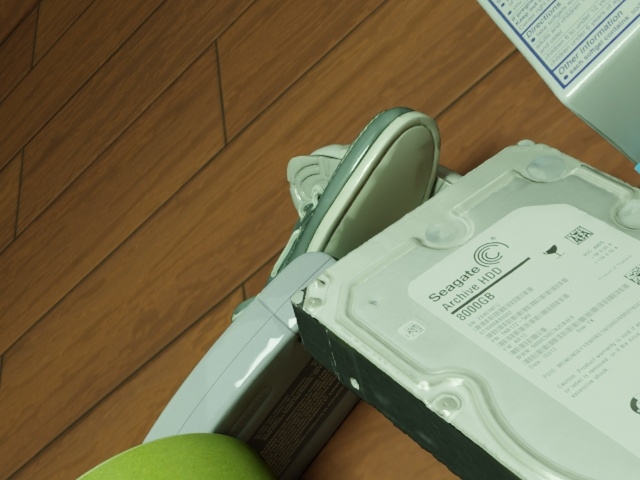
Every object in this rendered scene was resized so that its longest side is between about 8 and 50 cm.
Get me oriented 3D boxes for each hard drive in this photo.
[{"bbox_3d":[0.170,0.066,0.708,0.237,0.064,0.339,-33,41,-21],"label":"hard drive"}]

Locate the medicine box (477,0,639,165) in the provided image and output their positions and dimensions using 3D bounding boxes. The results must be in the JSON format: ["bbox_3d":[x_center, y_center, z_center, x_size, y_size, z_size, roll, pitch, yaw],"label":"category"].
[{"bbox_3d":[0.274,-0.235,0.907,0.263,0.149,0.289,-45,35,17],"label":"medicine box"}]

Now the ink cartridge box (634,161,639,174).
[{"bbox_3d":[0.325,-0.074,0.787,0.181,0.061,0.104,-46,35,16],"label":"ink cartridge box"}]

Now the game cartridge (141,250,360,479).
[{"bbox_3d":[-0.048,0.145,0.966,0.062,0.198,0.297,41,97,34],"label":"game cartridge"}]

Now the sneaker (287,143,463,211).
[{"bbox_3d":[0.077,-0.053,1.071,0.235,0.095,0.090,19,119,40],"label":"sneaker"}]

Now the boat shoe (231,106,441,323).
[{"bbox_3d":[0.000,0.000,1.015,0.099,0.116,0.319,49,129,31],"label":"boat shoe"}]

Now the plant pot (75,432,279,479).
[{"bbox_3d":[-0.060,0.333,0.799,0.293,0.275,0.275,37,93,42],"label":"plant pot"}]
